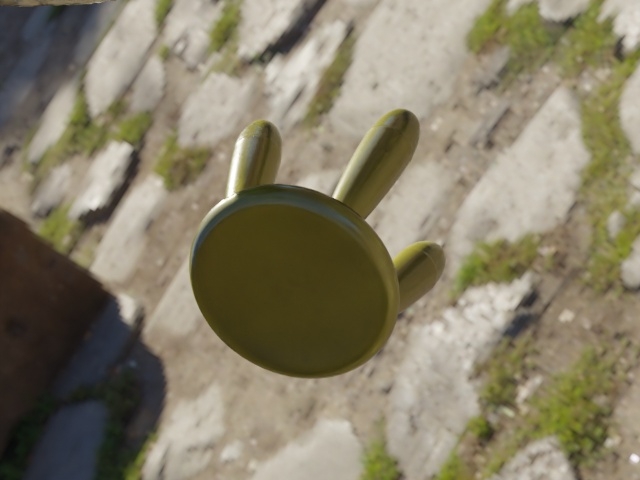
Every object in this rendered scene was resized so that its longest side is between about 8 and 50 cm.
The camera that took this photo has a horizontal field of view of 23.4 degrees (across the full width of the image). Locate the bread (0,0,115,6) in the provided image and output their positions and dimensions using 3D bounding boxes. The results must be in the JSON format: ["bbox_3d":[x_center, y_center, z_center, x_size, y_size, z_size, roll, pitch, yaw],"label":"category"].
[{"bbox_3d":[-0.158,-0.195,0.818,0.337,0.183,0.102,24,123,48],"label":"bread"}]

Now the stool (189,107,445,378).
[{"bbox_3d":[0.000,0.000,0.815,0.134,0.135,0.110,-52,4,35],"label":"stool"}]
